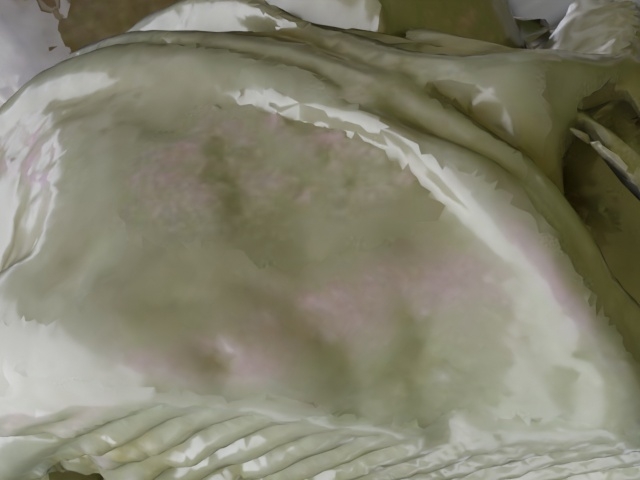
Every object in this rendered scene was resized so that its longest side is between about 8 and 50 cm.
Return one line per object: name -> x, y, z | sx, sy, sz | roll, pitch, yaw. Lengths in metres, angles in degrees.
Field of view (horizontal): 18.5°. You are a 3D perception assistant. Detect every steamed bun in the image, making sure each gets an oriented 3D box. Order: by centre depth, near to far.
steamed bun -> 0.000, 0.000, 0.662 | 0.268, 0.280, 0.207 | 78, -170, -65

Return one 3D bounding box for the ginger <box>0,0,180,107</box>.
ginger -> -0.075, -0.156, 0.738 | 0.221, 0.276, 0.130 | 18, -147, 1
